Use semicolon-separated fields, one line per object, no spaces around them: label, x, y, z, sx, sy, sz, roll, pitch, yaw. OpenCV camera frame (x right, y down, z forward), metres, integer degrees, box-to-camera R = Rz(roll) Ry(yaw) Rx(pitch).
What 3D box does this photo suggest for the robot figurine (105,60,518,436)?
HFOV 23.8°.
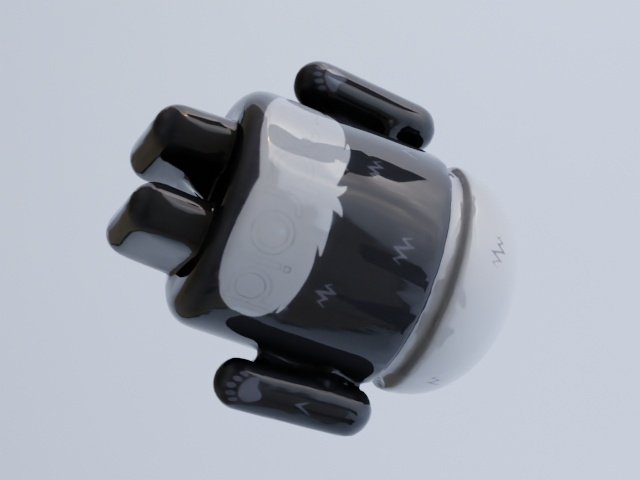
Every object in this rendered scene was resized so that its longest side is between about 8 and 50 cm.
robot figurine;-0.001;0.002;1.046;0.173;0.278;0.209;-107;-141;-66
